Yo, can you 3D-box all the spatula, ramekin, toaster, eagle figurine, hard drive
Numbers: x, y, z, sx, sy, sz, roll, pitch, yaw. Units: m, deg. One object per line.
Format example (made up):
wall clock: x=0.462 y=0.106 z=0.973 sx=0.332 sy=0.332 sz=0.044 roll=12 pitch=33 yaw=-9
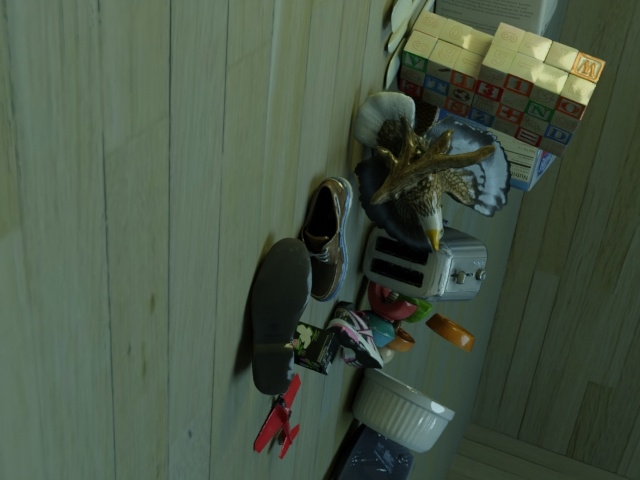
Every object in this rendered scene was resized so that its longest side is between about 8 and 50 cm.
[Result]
spatula: x=0.153 y=-0.378 z=1.581 sx=0.168 sy=0.019 sz=0.242 roll=83 pitch=29 yaw=-52
ramekin: x=0.162 y=0.351 z=2.035 sx=0.109 sy=0.207 sz=0.207 roll=-62 pitch=162 yaw=-5
toaster: x=0.178 y=0.034 z=1.782 sx=0.146 sy=0.227 sz=0.129 roll=-1 pitch=108 yaw=-54
eagle figurine: x=0.162 y=-0.088 z=1.535 sx=0.298 sy=0.226 sz=0.225 roll=5 pitch=104 yaw=-73
hard drive: x=0.099 y=0.505 z=2.089 sx=0.172 sy=0.054 sz=0.254 roll=54 pitch=44 yaw=-20

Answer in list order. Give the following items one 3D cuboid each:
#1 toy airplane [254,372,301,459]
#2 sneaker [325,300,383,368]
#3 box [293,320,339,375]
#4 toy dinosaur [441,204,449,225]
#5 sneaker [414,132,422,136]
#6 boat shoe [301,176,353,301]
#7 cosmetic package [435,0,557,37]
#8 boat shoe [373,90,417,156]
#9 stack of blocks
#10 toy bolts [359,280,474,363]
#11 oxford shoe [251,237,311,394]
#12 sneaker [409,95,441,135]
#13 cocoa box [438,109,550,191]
toy airplane: x=-0.059 y=0.288 z=1.553 sx=0.151 sy=0.028 sz=0.151 roll=19 pitch=90 yaw=-72
sneaker: x=0.070 y=0.166 z=1.736 sx=0.178 sy=0.072 sz=0.077 roll=58 pitch=42 yaw=-52
box: x=-0.023 y=0.153 z=1.436 sx=0.062 sy=0.083 sz=0.052 roll=69 pitch=43 yaw=-65
toy dinosaur: x=0.261 y=-0.027 z=2.280 sx=0.082 sy=0.047 sz=0.090 roll=-26 pitch=98 yaw=-56
sneaker: x=0.175 y=-0.114 z=1.719 sx=0.192 sy=0.086 sz=0.064 roll=111 pitch=1 yaw=-61
boat shoe: x=0.000 y=0.000 z=1.409 sx=0.066 sy=0.066 sz=0.183 roll=-13 pitch=109 yaw=-65
cosmetic package: x=0.313 y=-0.524 z=1.643 sx=0.365 sy=0.197 sz=0.155 roll=92 pitch=23 yaw=-46
boat shoe: x=0.120 y=-0.199 z=1.588 sx=0.183 sy=0.065 sz=0.083 roll=90 pitch=22 yaw=-62
stack of blocks: x=0.281 y=-0.261 z=1.581 sx=0.171 sy=0.297 sz=0.087 roll=89 pitch=27 yaw=-67
toy bolts: x=0.150 y=0.189 z=1.876 sx=0.228 sy=0.218 sz=0.158 roll=23 pitch=100 yaw=-55
oxford shoe: x=-0.062 y=0.093 z=1.318 sx=0.076 sy=0.076 sz=0.212 roll=-124 pitch=-136 yaw=-72
sneaker: x=0.195 y=-0.259 z=1.746 sx=0.084 sy=0.070 sz=0.185 roll=-7 pitch=114 yaw=-66
cocoa box: x=0.390 y=-0.272 z=2.071 sx=0.347 sy=0.231 sz=0.228 roll=-37 pitch=142 yaw=-62
